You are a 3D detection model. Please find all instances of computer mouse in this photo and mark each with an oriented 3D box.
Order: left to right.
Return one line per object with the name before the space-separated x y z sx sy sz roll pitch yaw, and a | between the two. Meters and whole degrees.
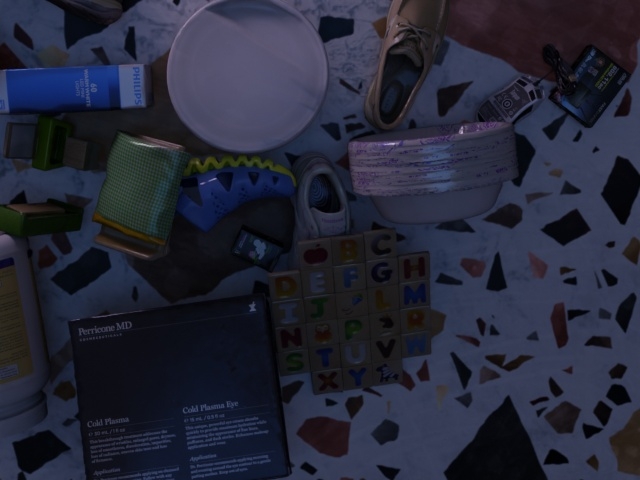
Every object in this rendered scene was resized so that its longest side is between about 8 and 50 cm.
computer mouse | 0.364 -0.259 1.855 0.193 0.042 0.106 -35 67 9

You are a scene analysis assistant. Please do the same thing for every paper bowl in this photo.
paper bowl | 0.192 -0.114 1.752 0.284 0.284 0.148 -9 100 -2

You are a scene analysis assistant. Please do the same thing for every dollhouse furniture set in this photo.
dollhouse furniture set | -0.392 -0.090 1.718 0.302 0.151 0.197 16 101 28

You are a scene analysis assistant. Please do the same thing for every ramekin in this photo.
ramekin | -0.123 -0.276 1.770 0.273 0.127 0.272 0 88 -4

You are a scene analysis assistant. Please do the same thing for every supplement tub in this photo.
supplement tub | -0.597 0.159 1.767 0.241 0.241 0.331 -8 99 -2

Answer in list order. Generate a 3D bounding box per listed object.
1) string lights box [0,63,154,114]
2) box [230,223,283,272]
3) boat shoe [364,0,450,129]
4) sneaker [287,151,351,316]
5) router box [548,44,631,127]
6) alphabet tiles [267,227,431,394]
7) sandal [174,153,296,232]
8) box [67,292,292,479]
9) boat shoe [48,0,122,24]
string lights box | -0.423 -0.257 1.769 0.260 0.133 0.076 -3 98 -3
box | -0.115 0.014 1.864 0.083 0.062 0.052 26 98 -7
boat shoe | 0.157 -0.336 1.809 0.109 0.098 0.302 19 97 -6
sneaker | 0.000 0.000 1.823 0.114 0.152 0.305 -10 100 -10
router box | 0.486 -0.278 1.868 0.092 0.038 0.122 35 95 -8
alphabet tiles | 0.058 0.134 1.849 0.285 0.011 0.342 -7 122 -4
sandal | -0.198 -0.076 1.802 0.318 0.126 0.138 -3 79 7
box | -0.238 0.274 1.797 0.344 0.179 0.312 -7 81 -3
boat shoe | -0.491 -0.488 1.747 0.356 0.132 0.130 22 87 -15
